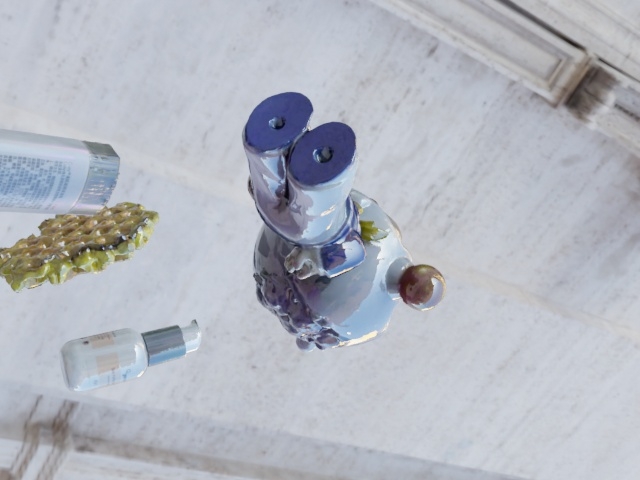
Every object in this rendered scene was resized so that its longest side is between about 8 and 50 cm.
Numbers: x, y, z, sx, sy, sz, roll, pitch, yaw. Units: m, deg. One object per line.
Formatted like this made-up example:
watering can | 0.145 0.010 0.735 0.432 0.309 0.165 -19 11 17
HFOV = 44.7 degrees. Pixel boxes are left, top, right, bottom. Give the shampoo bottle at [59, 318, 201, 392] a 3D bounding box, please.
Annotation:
shampoo bottle | -0.259 0.156 1.080 0.074 0.192 0.074 32 -53 57

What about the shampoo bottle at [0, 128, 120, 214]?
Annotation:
shampoo bottle | -0.313 -0.069 0.771 0.056 0.227 0.086 49 -60 31

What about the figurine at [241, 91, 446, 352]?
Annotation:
figurine | 0.008 0.004 0.619 0.133 0.194 0.274 -50 179 -15

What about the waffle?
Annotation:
waffle | -0.423 0.002 1.350 0.301 0.281 0.058 -94 174 -69
